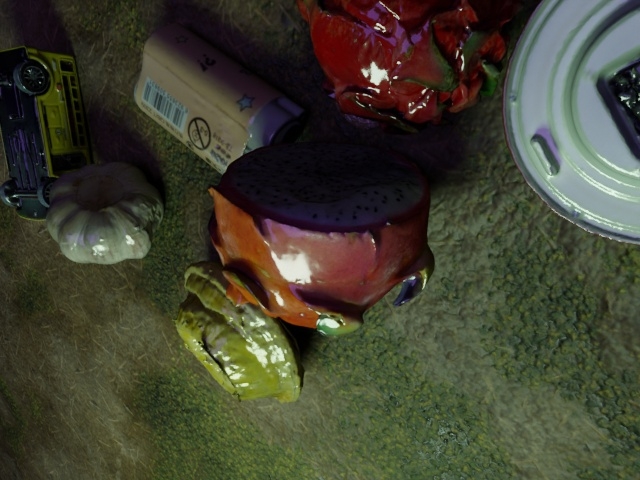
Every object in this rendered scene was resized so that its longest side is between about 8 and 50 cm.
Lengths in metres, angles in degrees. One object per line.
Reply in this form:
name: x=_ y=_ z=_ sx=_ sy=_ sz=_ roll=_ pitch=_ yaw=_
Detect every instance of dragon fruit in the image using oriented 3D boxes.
dragon fruit: x=0.000 y=0.000 z=0.634 sx=0.290 sy=0.290 sz=0.190 roll=17 pitch=122 yaw=28
dragon fruit: x=0.064 y=-0.240 z=0.540 sx=0.292 sy=0.234 sz=0.234 roll=23 pitch=117 yaw=6

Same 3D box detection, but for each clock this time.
clock: x=0.342 y=-0.146 z=0.481 sx=0.318 sy=0.080 sz=0.319 roll=11 pitch=110 yaw=31

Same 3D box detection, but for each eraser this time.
eraser: x=-0.172 y=-0.206 z=0.798 sx=0.290 sy=0.087 sz=0.171 roll=38 pitch=124 yaw=19

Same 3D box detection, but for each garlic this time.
garlic: x=-0.406 y=-0.027 z=0.966 sx=0.218 sy=0.218 sz=0.212 roll=41 pitch=151 yaw=16

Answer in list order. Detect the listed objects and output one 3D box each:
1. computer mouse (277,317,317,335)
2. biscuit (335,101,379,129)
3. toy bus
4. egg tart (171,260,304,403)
computer mouse: x=-0.050 y=0.097 z=0.818 sx=0.217 sy=0.073 sz=0.122 roll=-9 pitch=98 yaw=37
biscuit: x=0.066 y=-0.214 z=0.680 sx=0.120 sy=0.015 sz=0.120 roll=10 pitch=109 yaw=31
toy bus: x=-0.565 y=-0.213 z=1.014 sx=0.145 sy=0.151 sz=0.332 roll=3 pitch=105 yaw=26
egg tart: x=-0.150 y=0.171 z=0.830 sx=0.290 sy=0.115 sz=0.290 roll=38 pitch=149 yaw=27
